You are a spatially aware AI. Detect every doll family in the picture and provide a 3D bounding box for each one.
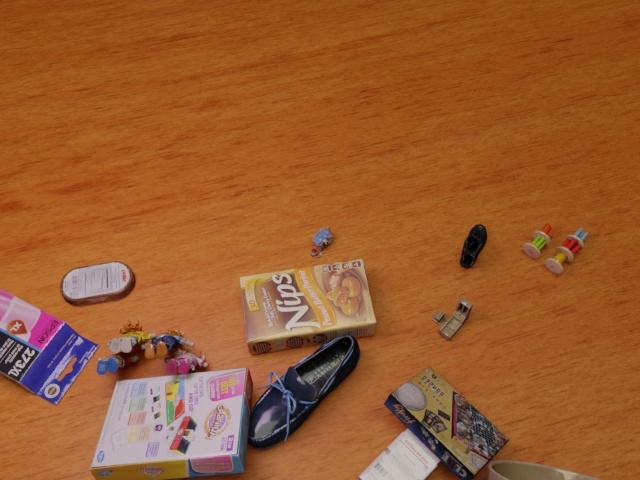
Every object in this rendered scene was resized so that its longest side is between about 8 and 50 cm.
[{"bbox_3d":[-0.396,0.247,1.616,0.263,0.163,0.118,1,90,1],"label":"doll family"}]

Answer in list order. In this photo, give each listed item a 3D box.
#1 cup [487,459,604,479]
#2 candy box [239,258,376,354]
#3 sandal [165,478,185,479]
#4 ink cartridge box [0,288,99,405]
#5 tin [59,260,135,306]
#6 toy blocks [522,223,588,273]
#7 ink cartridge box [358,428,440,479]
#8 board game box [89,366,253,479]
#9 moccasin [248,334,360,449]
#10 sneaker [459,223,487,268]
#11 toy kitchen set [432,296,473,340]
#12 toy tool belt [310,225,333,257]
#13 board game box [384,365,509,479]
[{"bbox_3d":[0.476,0.593,1.321,0.331,0.331,0.236,10,85,7],"label":"cup"},{"bbox_3d":[-0.033,0.164,1.695,0.317,0.087,0.182,-8,59,-4],"label":"candy box"},{"bbox_3d":[-0.428,0.537,1.471,0.303,0.086,0.120,-33,63,-18],"label":"sandal"},{"bbox_3d":[-0.751,0.243,1.675,0.371,0.069,0.175,24,62,12],"label":"ink cartridge box"},{"bbox_3d":[-0.578,0.111,1.767,0.190,0.040,0.106,-10,63,-5],"label":"tin"},{"bbox_3d":[0.628,0.002,1.805,0.123,0.054,0.148,39,66,21],"label":"toy blocks"},{"bbox_3d":[0.182,0.501,1.500,0.180,0.060,0.104,-38,65,-21],"label":"ink cartridge box"},{"bbox_3d":[-0.316,0.403,1.496,0.317,0.064,0.242,-6,37,5],"label":"board game box"},{"bbox_3d":[-0.051,0.329,1.576,0.138,0.116,0.342,37,67,21],"label":"moccasin"},{"bbox_3d":[0.403,0.009,1.783,0.051,0.089,0.170,22,61,14],"label":"sneaker"},{"bbox_3d":[0.320,0.184,1.684,0.068,0.075,0.083,35,61,21],"label":"toy kitchen set"},{"bbox_3d":[0.000,0.000,1.817,0.052,0.051,0.083,32,64,19],"label":"toy tool belt"},{"bbox_3d":[0.283,0.406,1.526,0.243,0.042,0.165,43,39,24],"label":"board game box"}]
